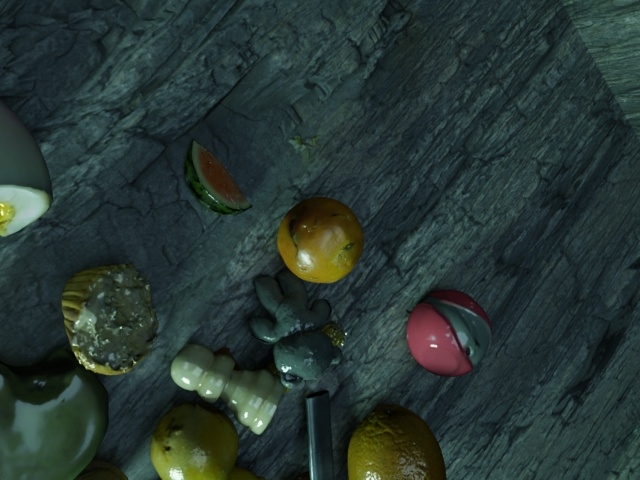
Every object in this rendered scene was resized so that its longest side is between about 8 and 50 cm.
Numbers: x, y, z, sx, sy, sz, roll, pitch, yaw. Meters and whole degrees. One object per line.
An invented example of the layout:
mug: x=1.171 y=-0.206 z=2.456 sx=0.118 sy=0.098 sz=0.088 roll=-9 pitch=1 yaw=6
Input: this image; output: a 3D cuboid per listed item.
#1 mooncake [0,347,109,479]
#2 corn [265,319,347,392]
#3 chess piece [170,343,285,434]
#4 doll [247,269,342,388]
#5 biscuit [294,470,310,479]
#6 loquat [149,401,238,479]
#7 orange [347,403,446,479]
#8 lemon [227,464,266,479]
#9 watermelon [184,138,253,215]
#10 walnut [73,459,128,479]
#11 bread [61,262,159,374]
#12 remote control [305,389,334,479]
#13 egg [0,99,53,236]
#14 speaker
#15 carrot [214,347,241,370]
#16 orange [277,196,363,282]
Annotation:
mooncake: x=-0.677 y=0.415 z=1.266 sx=0.351 sy=0.187 sz=0.351 roll=-1 pitch=91 yaw=-38
corn: x=-0.054 y=0.351 z=1.649 sx=0.318 sy=0.115 sz=0.115 roll=-38 pitch=112 yaw=-19
chess piece: x=-0.255 y=0.378 z=1.480 sx=0.300 sy=0.167 sz=0.167 roll=30 pitch=81 yaw=-6
doll: x=-0.077 y=0.247 z=1.570 sx=0.246 sy=0.340 sz=0.158 roll=-16 pitch=146 yaw=-24
biscuit: x=-0.041 y=0.865 z=1.693 sx=0.305 sy=0.038 sz=0.305 roll=10 pitch=77 yaw=-53
loquat: x=-0.334 y=0.553 z=1.452 sx=0.244 sy=0.244 sz=0.243 roll=-4 pitch=98 yaw=-28
orange: x=0.236 y=0.705 z=1.736 sx=0.322 sy=0.322 sz=0.357 roll=-9 pitch=89 yaw=-27
lemon: x=-0.258 y=0.724 z=1.539 sx=0.244 sy=0.187 sz=0.186 roll=-3 pitch=97 yaw=-30
watermelon: x=-0.288 y=-0.154 z=1.495 sx=0.245 sy=0.063 sz=0.119 roll=49 pitch=55 yaw=-19
walnut: x=-0.590 y=0.650 z=1.347 sx=0.245 sy=0.198 sz=0.198 roll=-24 pitch=107 yaw=-32
bread: x=-0.511 y=0.187 z=1.329 sx=0.274 sy=0.149 sz=0.274 roll=0 pitch=90 yaw=-67
remote control: x=0.001 y=0.664 z=1.706 sx=0.107 sy=0.044 sz=0.377 roll=-1 pitch=86 yaw=-57
egg: x=-0.757 y=-0.184 z=1.088 sx=0.355 sy=0.354 sz=0.339 roll=-19 pitch=83 yaw=-25
speaker: x=0.442 y=0.311 z=1.872 sx=0.294 sy=0.294 sz=0.294 roll=-4 pitch=98 yaw=-28
carrot: x=-0.252 y=0.371 z=1.580 sx=0.048 sy=0.048 sz=0.139 roll=-35 pitch=113 yaw=-21
orange: x=0.000 y=0.000 z=1.555 sx=0.246 sy=0.246 sz=0.246 roll=-4 pitch=98 yaw=-28
